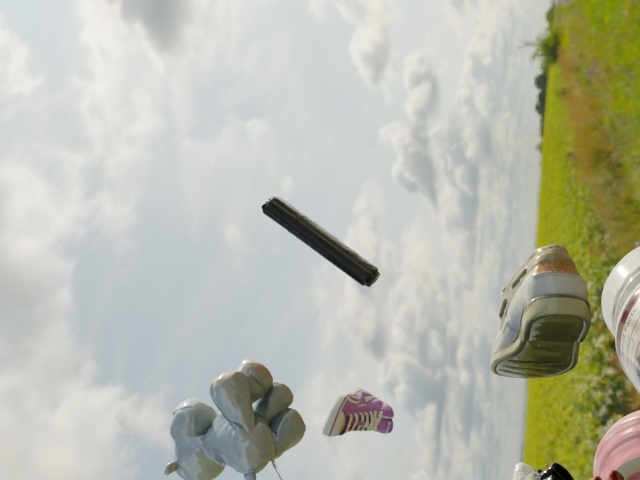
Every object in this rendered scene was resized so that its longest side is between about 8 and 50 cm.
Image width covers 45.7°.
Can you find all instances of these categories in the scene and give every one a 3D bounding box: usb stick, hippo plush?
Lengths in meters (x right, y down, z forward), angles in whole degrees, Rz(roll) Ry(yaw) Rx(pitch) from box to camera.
[{"bbox_3d":[0.000,0.000,1.550,0.045,0.278,0.077,-56,-10,12],"label":"usb stick"},{"bbox_3d":[-0.184,0.415,1.582,0.234,0.237,0.294,15,-127,-53],"label":"hippo plush"}]

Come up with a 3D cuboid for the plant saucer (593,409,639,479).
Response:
[{"bbox_3d":[0.598,0.432,1.225,0.084,0.332,0.332,-31,-54,-44],"label":"plant saucer"}]

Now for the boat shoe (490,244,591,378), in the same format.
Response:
[{"bbox_3d":[0.298,0.108,1.032,0.302,0.113,0.103,91,-177,-64],"label":"boat shoe"}]

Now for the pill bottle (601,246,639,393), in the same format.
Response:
[{"bbox_3d":[0.506,0.152,0.942,0.392,0.224,0.223,-88,-4,-69],"label":"pill bottle"}]

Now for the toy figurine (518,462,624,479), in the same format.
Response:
[{"bbox_3d":[0.295,0.380,0.886,0.213,0.148,0.209,17,-140,-39],"label":"toy figurine"}]

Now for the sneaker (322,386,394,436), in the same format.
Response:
[{"bbox_3d":[0.119,0.490,2.099,0.282,0.161,0.102,-19,-49,-64],"label":"sneaker"}]

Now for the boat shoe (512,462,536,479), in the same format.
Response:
[{"bbox_3d":[0.535,0.581,1.698,0.277,0.098,0.096,38,-139,-22],"label":"boat shoe"}]
